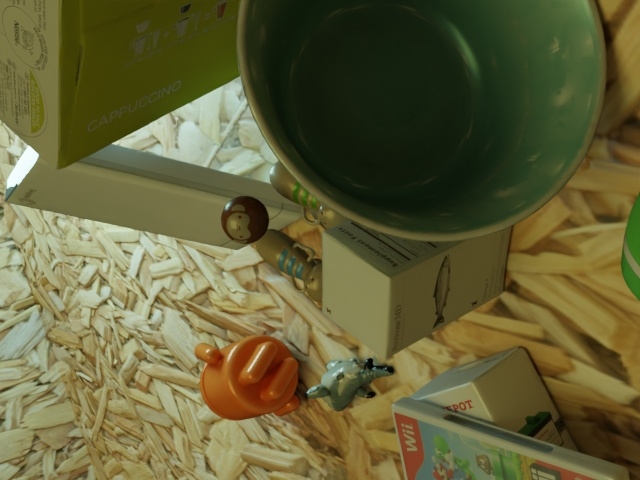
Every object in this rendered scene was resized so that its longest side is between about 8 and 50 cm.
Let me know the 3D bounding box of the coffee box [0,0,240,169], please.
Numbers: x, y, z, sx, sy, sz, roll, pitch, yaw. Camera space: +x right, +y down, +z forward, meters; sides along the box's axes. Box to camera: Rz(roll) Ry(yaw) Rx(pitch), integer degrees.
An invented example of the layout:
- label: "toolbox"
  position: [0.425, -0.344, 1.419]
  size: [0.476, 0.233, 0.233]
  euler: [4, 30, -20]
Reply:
- label: "coffee box"
  position: [-0.272, -0.353, 1.001]
  size: [0.334, 0.338, 0.338]
  euler: [39, 140, 17]

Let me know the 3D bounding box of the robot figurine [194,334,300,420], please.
- label: "robot figurine"
  position: [-0.119, 0.221, 1.394]
  size: [0.219, 0.158, 0.128]
  euler: [-32, 61, 58]

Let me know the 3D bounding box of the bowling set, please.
- label: "bowling set"
  position: [0.000, 0.000, 0.994]
  size: [0.154, 0.200, 0.287]
  euler: [35, 131, 36]

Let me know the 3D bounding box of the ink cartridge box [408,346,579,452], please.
- label: "ink cartridge box"
  position: [0.203, 0.249, 0.976]
  size: [0.219, 0.093, 0.160]
  euler: [62, 146, 6]

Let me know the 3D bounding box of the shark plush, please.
- label: "shark plush"
  position: [0.053, 0.198, 1.229]
  size: [0.067, 0.073, 0.161]
  euler: [48, 127, -8]

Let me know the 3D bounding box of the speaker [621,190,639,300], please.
- label: "speaker"
  position: [0.309, -0.075, 0.588]
  size: [0.131, 0.131, 0.296]
  euler: [43, 141, 32]

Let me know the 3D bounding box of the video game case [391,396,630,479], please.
- label: "video game case"
  position: [0.197, 0.288, 0.902]
  size: [0.285, 0.025, 0.204]
  euler: [8, 115, 50]

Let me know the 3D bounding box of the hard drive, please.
- label: "hard drive"
  position: [-0.230, -0.060, 1.191]
  size: [0.233, 0.353, 0.047]
  euler: [-23, 58, 58]

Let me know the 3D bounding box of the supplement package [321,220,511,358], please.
- label: "supplement package"
  position: [0.100, 0.025, 0.902]
  size: [0.105, 0.179, 0.105]
  euler: [34, 136, 40]

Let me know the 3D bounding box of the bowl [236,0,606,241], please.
- label: "bowl"
  position: [0.072, -0.146, 0.768]
  size: [0.311, 0.312, 0.163]
  euler: [66, 167, 0]
